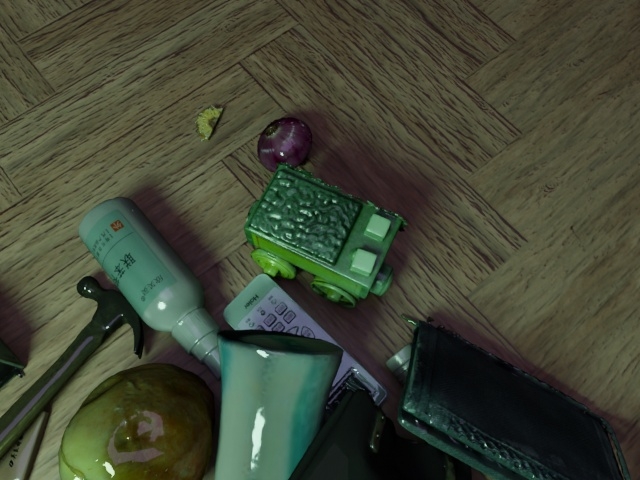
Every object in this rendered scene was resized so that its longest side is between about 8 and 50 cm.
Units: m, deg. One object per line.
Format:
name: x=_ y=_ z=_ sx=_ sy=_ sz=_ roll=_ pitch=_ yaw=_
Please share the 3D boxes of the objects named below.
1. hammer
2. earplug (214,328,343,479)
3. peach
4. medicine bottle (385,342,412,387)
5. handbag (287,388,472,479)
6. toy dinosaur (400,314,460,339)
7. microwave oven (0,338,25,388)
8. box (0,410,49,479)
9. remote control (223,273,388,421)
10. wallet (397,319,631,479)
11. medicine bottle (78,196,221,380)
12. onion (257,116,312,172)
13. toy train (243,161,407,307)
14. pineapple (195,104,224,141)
hammer: x=-0.452 y=0.258 z=0.849 sx=0.168 sy=0.044 sz=0.440 roll=32 pitch=65 yaw=14
earplug: x=-0.081 y=0.302 z=0.793 sx=0.185 sy=0.185 sz=0.324 roll=9 pitch=88 yaw=2
peach: x=-0.242 y=0.276 z=0.784 sx=0.214 sy=0.214 sz=0.235 roll=25 pitch=39 yaw=8
medicine bottle: x=0.155 y=0.219 z=0.896 sx=0.058 sy=0.058 sz=0.091 roll=-35 pitch=73 yaw=-14
handbag: x=0.081 y=0.383 z=0.748 sx=0.342 sy=0.152 sz=0.288 roll=40 pitch=59 yaw=-22
toy dinosaur: x=0.186 y=0.165 z=0.939 sx=0.119 sy=0.029 sz=0.060 roll=29 pitch=82 yaw=10
microwave oven: x=-0.604 y=0.209 z=0.843 sx=0.163 sy=0.129 sz=0.205 roll=40 pitch=73 yaw=14
box: x=-0.465 y=0.320 z=0.857 sx=0.048 sy=0.025 sz=0.115 roll=9 pitch=68 yaw=4
remote control: x=-0.028 y=0.185 z=0.910 sx=0.293 sy=0.051 sz=0.103 roll=43 pitch=82 yaw=12
wallet: x=0.278 y=0.265 z=0.812 sx=0.342 sy=0.075 sz=0.237 roll=28 pitch=28 yaw=3
medicine bottle: x=-0.259 y=0.083 z=0.912 sx=0.110 sy=0.110 sz=0.352 roll=-39 pitch=74 yaw=-15
onion: x=-0.064 y=-0.176 z=1.035 sx=0.104 sy=0.115 sz=0.115 roll=35 pitch=64 yaw=-36
toy train: x=0.000 y=0.000 z=0.911 sx=0.271 sy=0.188 sz=0.159 roll=26 pitch=71 yaw=6
pineapple: x=-0.225 y=-0.235 z=1.089 sx=0.045 sy=0.019 sz=0.083 roll=17 pitch=68 yaw=-1
